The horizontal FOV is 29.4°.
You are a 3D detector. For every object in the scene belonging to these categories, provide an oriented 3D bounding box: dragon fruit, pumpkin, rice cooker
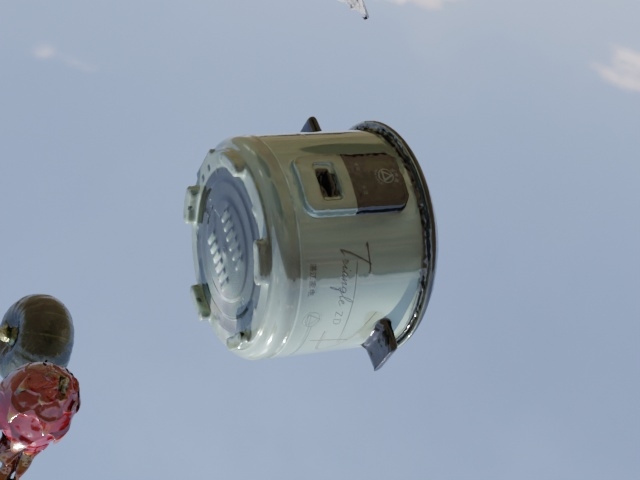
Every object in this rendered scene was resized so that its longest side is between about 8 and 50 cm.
[{"bbox_3d":[-0.333,0.206,1.357,0.094,0.190,0.094,29,-156,-14],"label":"dragon fruit"},{"bbox_3d":[-0.485,0.172,2.062,0.125,0.167,0.167,8,-154,-18],"label":"pumpkin"},{"bbox_3d":[0.000,0.000,1.237,0.227,0.241,0.280,-4,-121,-27],"label":"rice cooker"}]

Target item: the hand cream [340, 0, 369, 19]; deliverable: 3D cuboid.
[{"bbox_3d":[-0.013,-0.384,1.753,0.050,0.084,0.257,-33,-144,-23],"label":"hand cream"}]
